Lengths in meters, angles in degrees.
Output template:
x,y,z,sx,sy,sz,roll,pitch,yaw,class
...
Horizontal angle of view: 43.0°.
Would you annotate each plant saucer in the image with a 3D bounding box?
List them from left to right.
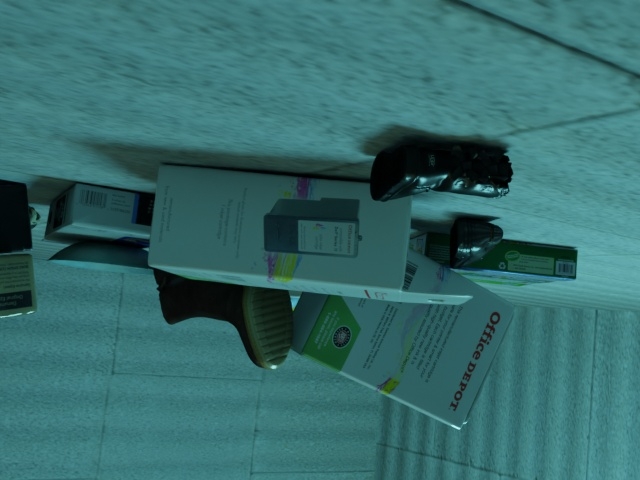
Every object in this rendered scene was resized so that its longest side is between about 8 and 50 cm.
x,y,z,sx,sy,sz,roll,pitch,yaw,class
-0.338,0.028,1.311,0.194,0.038,0.195,5,173,1,plant saucer

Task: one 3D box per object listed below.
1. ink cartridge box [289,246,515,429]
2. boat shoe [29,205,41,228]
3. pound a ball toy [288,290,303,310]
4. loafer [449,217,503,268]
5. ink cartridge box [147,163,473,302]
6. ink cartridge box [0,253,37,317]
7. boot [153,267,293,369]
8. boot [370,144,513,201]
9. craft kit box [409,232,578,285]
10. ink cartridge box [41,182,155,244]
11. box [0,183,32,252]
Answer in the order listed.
x,y,z,sx,sy,sz,roll,pitch,yaw,class
0.114,0.122,1.187,0.278,0.202,0.117,28,174,-18,ink cartridge box
-0.505,-0.042,1.384,0.043,0.049,0.137,-37,-179,-14,boat shoe
-0.080,0.072,1.620,0.208,0.136,0.319,4,173,10,pound a ball toy
0.212,0.007,1.124,0.061,0.062,0.170,0,175,4,loafer
0.000,0.000,0.957,0.353,0.119,0.207,6,173,5,ink cartridge box
-0.536,0.071,1.105,0.234,0.088,0.193,-4,-178,38,ink cartridge box
-0.148,0.091,1.188,0.206,0.249,0.090,-28,158,36,boot
0.104,-0.056,0.716,0.099,0.045,0.121,4,173,-14,boot
0.265,0.036,1.373,0.249,0.061,0.246,7,171,-7,craft kit box
-0.327,-0.028,1.256,0.165,0.065,0.332,8,172,-26,ink cartridge box
-0.555,-0.021,1.203,0.184,0.103,0.261,-3,179,-35,box
